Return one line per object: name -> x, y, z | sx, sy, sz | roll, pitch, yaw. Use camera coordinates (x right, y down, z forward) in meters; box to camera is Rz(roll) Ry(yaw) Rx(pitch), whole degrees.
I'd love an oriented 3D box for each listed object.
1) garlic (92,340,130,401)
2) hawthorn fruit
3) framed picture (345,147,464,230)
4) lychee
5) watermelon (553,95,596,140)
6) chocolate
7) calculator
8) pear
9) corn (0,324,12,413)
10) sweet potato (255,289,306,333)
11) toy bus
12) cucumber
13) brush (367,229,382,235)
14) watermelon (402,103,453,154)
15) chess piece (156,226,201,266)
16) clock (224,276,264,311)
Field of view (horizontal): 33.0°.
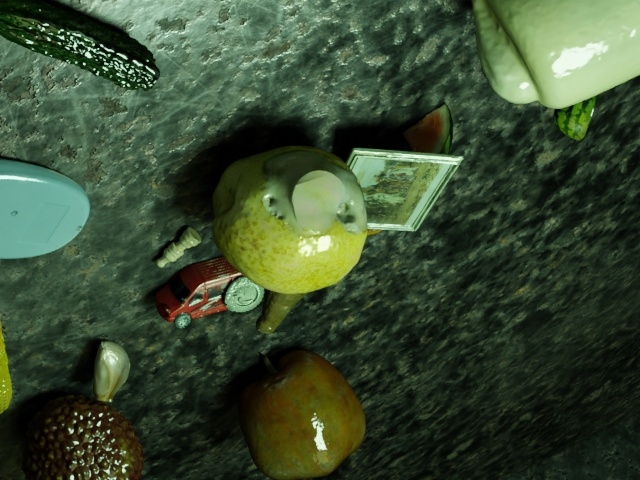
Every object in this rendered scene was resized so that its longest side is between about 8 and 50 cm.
garlic -> -0.399, 0.242, 2.068 | 0.066, 0.084, 0.152 | 10, 114, -8
hawthorn fruit -> -0.050, 0.370, 2.361 | 0.268, 0.300, 0.268 | -24, -173, 3
framed picture -> 0.124, -0.087, 2.013 | 0.217, 0.017, 0.274 | 2, 151, -13
lychee -> -0.469, 0.423, 2.113 | 0.236, 0.236, 0.271 | -24, 120, -12
watermelon -> 0.513, -0.266, 2.193 | 0.069, 0.087, 0.163 | 13, 134, 1
chocolate -> 0.383, -0.383, 1.741 | 0.297, 0.326, 0.314 | -19, 150, 11
calculator -> -0.494, -0.045, 1.661 | 0.303, 0.042, 0.188 | 7, 131, -47
pear -> -0.055, -0.039, 1.839 | 0.271, 0.271, 0.271 | -21, 145, -16
corn -> -0.590, 0.217, 1.863 | 0.102, 0.101, 0.310 | -16, 145, -22
sweet potato -> -0.052, 0.072, 2.086 | 0.085, 0.112, 0.286 | 36, 124, -10
toy bus -> -0.213, 0.090, 2.027 | 0.195, 0.081, 0.089 | -15, 133, -24
cucumber -> -0.337, -0.273, 1.470 | 0.077, 0.077, 0.265 | -47, 144, 20
brush -> 0.000, 0.000, 2.141 | 0.314, 0.017, 0.090 | -15, 145, -25
watermelon -> 0.197, -0.181, 2.012 | 0.094, 0.135, 0.125 | 22, 133, -3
chess piece -> -0.259, 0.017, 1.938 | 0.092, 0.035, 0.035 | -38, 146, 15
clock -> -0.142, 0.102, 2.023 | 0.083, 0.010, 0.074 | 9, 109, -37
